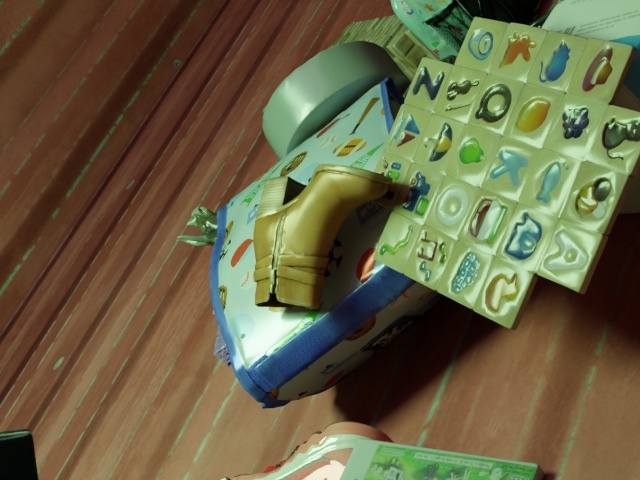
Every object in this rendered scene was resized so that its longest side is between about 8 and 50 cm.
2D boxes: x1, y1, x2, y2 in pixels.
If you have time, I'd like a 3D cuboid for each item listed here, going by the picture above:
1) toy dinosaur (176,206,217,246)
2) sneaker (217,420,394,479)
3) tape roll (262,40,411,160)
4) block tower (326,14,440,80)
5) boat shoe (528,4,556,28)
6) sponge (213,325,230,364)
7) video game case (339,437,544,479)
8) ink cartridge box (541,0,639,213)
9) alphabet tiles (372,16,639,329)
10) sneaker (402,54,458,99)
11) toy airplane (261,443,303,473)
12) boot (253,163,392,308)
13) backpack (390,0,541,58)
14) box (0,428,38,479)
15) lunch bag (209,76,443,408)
[{"bbox_3d":[-0.066,0.020,1.831,0.313,0.121,0.160,27,70,35],"label":"toy dinosaur"},{"bbox_3d":[-0.050,0.322,1.264,0.314,0.116,0.136,-38,25,25],"label":"sneaker"},{"bbox_3d":[0.027,-0.183,1.651,0.219,0.219,0.072,-42,62,16],"label":"tape roll"},{"bbox_3d":[0.120,-0.353,2.111,0.091,0.097,0.335,-52,20,-12],"label":"block tower"},{"bbox_3d":[0.283,-0.259,1.608,0.340,0.113,0.127,-27,31,44],"label":"boat shoe"},{"bbox_3d":[-0.117,0.105,1.875,0.117,0.031,0.210,-39,22,21],"label":"sponge"},{"bbox_3d":[0.088,0.286,1.092,0.212,0.023,0.193,1,50,37],"label":"video game case"},{"bbox_3d":[0.366,-0.194,1.222,0.270,0.197,0.198,-57,23,-18],"label":"ink cartridge box"},{"bbox_3d":[0.175,-0.078,1.150,0.342,0.011,0.285,28,96,53],"label":"alphabet tiles"},{"bbox_3d":[0.138,-0.154,1.664,0.121,0.099,0.262,-87,22,-70],"label":"sneaker"},{"bbox_3d":[-0.062,0.314,1.418,0.151,0.028,0.151,-42,21,20],"label":"toy airplane"},{"bbox_3d":[0.000,0.000,1.268,0.197,0.073,0.152,-10,69,48],"label":"boot"},{"bbox_3d":[0.219,-0.427,1.825,0.191,0.253,0.225,-19,37,52],"label":"backpack"},{"bbox_3d":[-0.529,0.495,1.341,0.471,0.297,0.480,-19,78,50],"label":"box"},{"bbox_3d":[0.038,0.016,1.452,0.328,0.239,0.385,-40,18,15],"label":"lunch bag"}]
